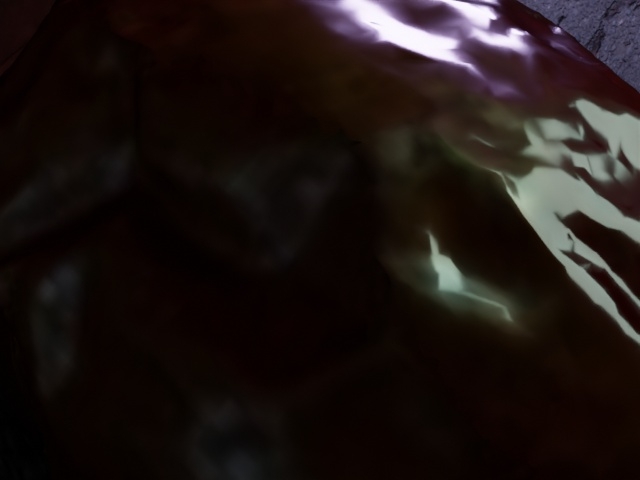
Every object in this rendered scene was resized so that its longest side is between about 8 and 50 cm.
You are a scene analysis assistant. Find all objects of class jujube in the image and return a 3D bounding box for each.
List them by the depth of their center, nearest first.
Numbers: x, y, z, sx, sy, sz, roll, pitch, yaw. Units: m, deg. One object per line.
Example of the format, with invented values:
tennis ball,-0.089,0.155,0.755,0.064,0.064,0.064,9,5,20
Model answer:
jujube,0.023,0.042,0.554,0.377,0.276,0.276,36,0,38

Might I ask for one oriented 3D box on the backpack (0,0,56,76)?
backpack,-0.183,-0.132,0.811,0.229,0.139,0.229,26,6,-3
